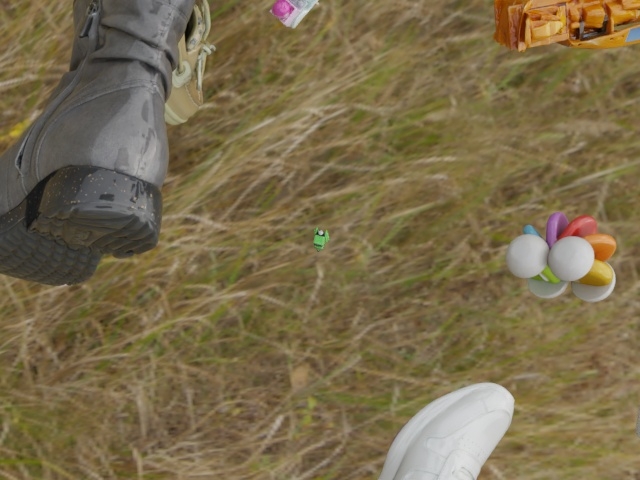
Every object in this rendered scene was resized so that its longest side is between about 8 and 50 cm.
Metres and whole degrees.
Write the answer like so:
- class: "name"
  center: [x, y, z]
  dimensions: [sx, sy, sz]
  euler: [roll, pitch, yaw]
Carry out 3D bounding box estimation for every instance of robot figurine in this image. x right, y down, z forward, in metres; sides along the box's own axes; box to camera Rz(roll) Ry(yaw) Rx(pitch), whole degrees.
- class: "robot figurine"
  center: [0.283, -0.258, 0.946]
  dimensions: [0.291, 0.085, 0.211]
  euler: [-15, 116, -10]

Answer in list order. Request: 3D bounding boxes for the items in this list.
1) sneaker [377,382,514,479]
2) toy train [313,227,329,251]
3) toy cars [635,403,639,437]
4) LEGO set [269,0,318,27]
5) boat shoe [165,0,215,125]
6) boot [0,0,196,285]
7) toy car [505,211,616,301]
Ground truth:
- class: "sneaker"
  center: [0.105, 0.278, 1.096]
  dimensions: [0.305, 0.152, 0.114]
  euler: [-50, 140, -5]
- class: "toy train"
  center: [0.000, 0.000, 1.390]
  dimensions: [0.017, 0.083, 0.023]
  euler: [14, 84, 3]
- class: "toy cars"
  center: [0.249, 0.234, 0.884]
  dimensions: [0.393, 0.087, 0.176]
  euler: [-60, 143, -12]
- class: "LEGO set"
  center: [-0.109, -0.369, 1.263]
  dimensions: [0.287, 0.107, 0.132]
  euler: [36, 91, 12]
- class: "boat shoe"
  center: [-0.142, -0.209, 1.024]
  dimensions: [0.089, 0.285, 0.104]
  euler: [-16, 60, 0]
- class: "boot"
  center: [-0.206, -0.089, 0.930]
  dimensions: [0.118, 0.338, 0.222]
  euler: [21, 69, -37]
- class: "toy car"
  center: [0.403, 0.018, 1.866]
  dimensions: [0.159, 0.182, 0.136]
  euler: [35, 64, -51]
